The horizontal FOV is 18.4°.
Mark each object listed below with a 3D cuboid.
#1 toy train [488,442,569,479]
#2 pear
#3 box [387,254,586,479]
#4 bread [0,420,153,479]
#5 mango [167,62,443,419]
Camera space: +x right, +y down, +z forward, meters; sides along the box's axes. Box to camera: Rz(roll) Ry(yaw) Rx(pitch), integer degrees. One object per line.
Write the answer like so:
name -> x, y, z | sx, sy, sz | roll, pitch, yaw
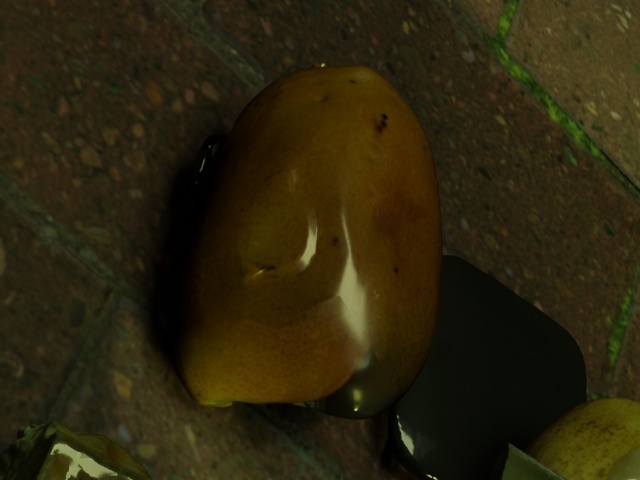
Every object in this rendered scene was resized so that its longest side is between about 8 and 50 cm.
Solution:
toy train -> 0.190, 0.291, 1.365 | 0.300, 0.202, 0.131 | 31, 22, 1
pear -> 0.215, 0.209, 1.472 | 0.178, 0.178, 0.178 | 23, 54, -36
box -> 0.132, 0.122, 1.573 | 0.201, 0.042, 0.212 | 33, 48, -29
bread -> -0.096, 0.221, 1.217 | 0.268, 0.130, 0.152 | 34, 41, -25
mango -> 0.000, 0.000, 1.423 | 0.201, 0.153, 0.287 | 34, 50, -40
